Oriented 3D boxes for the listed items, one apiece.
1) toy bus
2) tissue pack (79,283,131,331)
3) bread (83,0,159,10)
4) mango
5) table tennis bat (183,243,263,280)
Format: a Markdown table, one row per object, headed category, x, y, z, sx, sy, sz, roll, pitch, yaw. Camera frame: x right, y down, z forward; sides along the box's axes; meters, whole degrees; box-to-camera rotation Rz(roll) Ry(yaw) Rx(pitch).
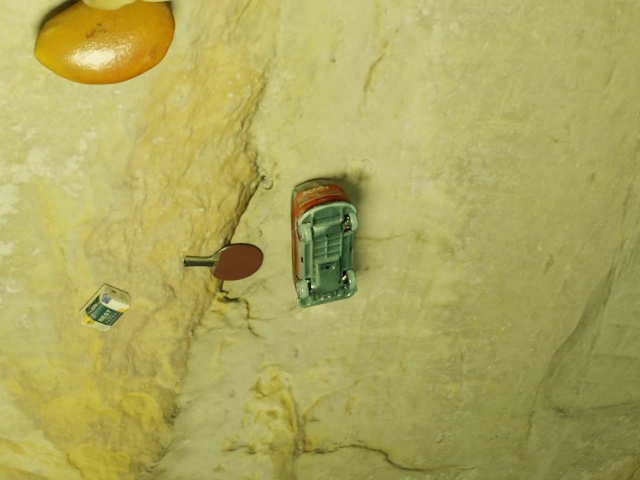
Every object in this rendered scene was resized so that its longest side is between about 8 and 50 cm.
| category | x | y | z | sx | sy | sz | roll | pitch | yaw |
| --- | --- | --- | --- | --- | --- | --- | --- | --- | --- |
| toy bus | 0.000 | 0.000 | 2.160 | 0.121 | 0.120 | 0.265 | -12 | 136 | -11 |
| tissue pack | -0.406 | 0.129 | 2.176 | 0.083 | 0.042 | 0.062 | -43 | 136 | 21 |
| bread | -0.310 | -0.452 | 1.429 | 0.245 | 0.329 | 0.424 | -32 | 142 | 10 |
| mango | -0.323 | -0.305 | 1.737 | 0.217 | 0.102 | 0.141 | -15 | 130 | -12 |
| table tennis bat | -0.184 | 0.041 | 2.203 | 0.158 | 0.014 | 0.095 | 1 | 134 | -27 |
